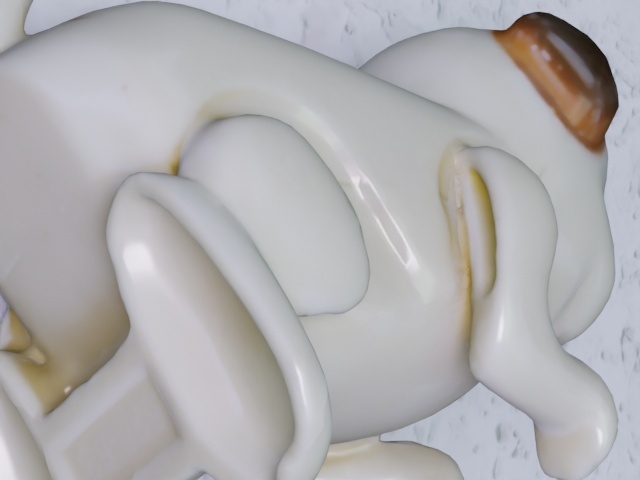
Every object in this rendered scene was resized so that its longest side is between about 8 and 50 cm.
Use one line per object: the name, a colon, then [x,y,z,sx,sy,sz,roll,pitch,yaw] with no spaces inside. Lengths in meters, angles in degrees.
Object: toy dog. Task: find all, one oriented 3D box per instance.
toy dog: [0.000,0.000,1.011,0.408,0.284,0.395,-12,60,-42]
